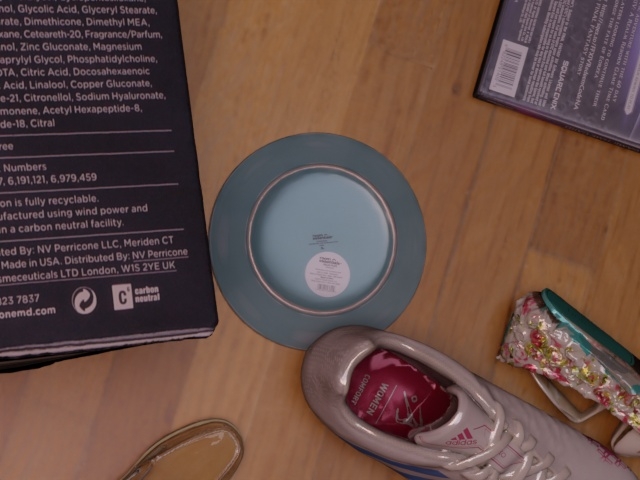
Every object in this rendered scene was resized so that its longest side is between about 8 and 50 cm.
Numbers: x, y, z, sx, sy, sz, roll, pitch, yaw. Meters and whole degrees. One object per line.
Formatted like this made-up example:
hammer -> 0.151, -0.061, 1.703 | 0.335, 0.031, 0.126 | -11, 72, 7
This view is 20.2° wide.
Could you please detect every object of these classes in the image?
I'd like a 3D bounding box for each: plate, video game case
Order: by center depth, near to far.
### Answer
plate -> 0.000, 0.000, 1.517 | 0.188, 0.024, 0.188 | 1, 84, -10
video game case -> 0.289, -0.176, 1.582 | 0.274, 0.026, 0.196 | 18, 82, -8

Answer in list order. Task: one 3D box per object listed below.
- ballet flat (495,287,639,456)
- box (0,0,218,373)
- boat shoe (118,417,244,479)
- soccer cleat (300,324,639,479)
ballet flat -> 0.252, 0.134, 1.527 | 0.241, 0.091, 0.077 | 38, 107, 1
box -> -0.258, -0.101, 1.322 | 0.212, 0.293, 0.395 | -5, 85, -35
boat shoe -> -0.138, 0.212, 1.448 | 0.190, 0.072, 0.068 | -39, 91, -11
soccer cleat -> 0.133, 0.174, 1.459 | 0.331, 0.143, 0.116 | 28, 81, -8
